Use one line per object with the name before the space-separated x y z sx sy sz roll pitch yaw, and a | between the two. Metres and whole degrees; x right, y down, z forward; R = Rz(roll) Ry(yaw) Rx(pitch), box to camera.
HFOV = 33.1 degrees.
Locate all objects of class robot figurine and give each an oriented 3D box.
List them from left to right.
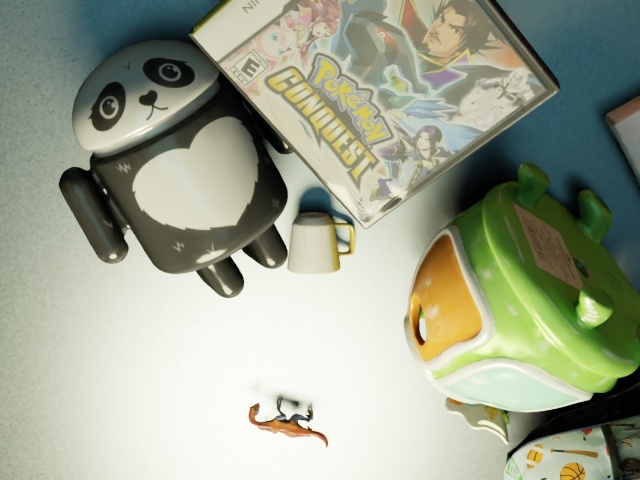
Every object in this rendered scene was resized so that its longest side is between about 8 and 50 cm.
robot figurine | -0.141 -0.076 1.136 0.173 0.209 0.278 -14 115 36

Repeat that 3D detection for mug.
mug | -0.004 0.000 1.241 0.062 0.078 0.064 7 105 31

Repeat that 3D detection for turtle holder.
turtle holder | 0.235 0.071 1.195 0.227 0.320 0.243 -39 73 27

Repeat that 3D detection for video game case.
video game case | 0.052 -0.179 1.054 0.248 0.035 0.275 -36 108 21

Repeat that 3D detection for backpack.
backpack | 0.354 0.327 1.280 0.263 0.213 0.277 -9 130 18

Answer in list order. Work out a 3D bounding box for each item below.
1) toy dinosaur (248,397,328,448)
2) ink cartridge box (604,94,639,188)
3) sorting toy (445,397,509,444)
toy dinosaur | -0.045 0.220 1.315 0.082 0.090 0.047 5 97 -36
ink cartridge box | 0.461 -0.116 1.200 0.232 0.066 0.189 -29 109 14
sorting toy | 0.202 0.218 1.312 0.083 0.075 0.045 27 109 -11
